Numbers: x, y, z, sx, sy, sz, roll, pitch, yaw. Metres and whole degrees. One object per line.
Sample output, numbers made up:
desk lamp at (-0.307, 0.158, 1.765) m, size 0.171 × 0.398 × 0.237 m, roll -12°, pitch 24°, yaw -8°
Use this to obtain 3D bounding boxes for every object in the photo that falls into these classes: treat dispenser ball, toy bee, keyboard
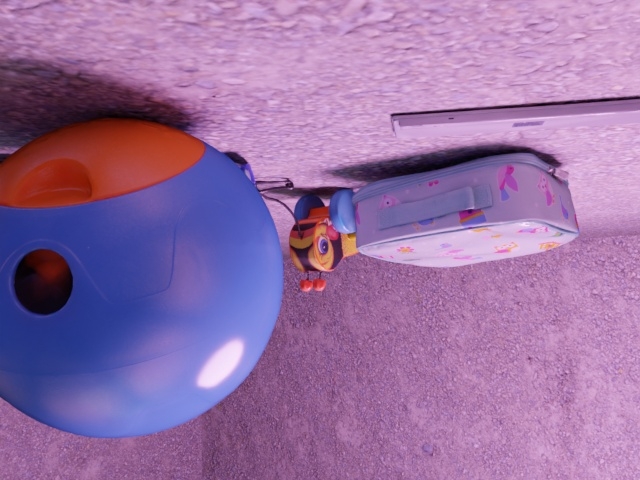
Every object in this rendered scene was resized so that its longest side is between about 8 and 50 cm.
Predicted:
treat dispenser ball at (-0.178, 0.033, 0.585) m, size 0.288 × 0.288 × 0.288 m, roll -2°, pitch 176°, yaw 0°
toy bee at (0.000, 0.000, 1.025) m, size 0.298 × 0.162 × 0.195 m, roll 0°, pitch 176°, yaw -30°
keyboard at (0.197, -0.114, 0.598) m, size 0.256 × 0.014 × 0.072 m, roll -2°, pitch -179°, yaw 9°

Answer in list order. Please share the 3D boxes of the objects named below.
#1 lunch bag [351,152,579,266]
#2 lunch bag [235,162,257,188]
lunch bag at (0.195, -0.037, 0.860) m, size 0.279 × 0.108 × 0.224 m, roll -13°, pitch 163°, yaw 37°
lunch bag at (-0.146, -0.052, 0.799) m, size 0.128 × 0.096 × 0.151 m, roll -4°, pitch -170°, yaw -2°
